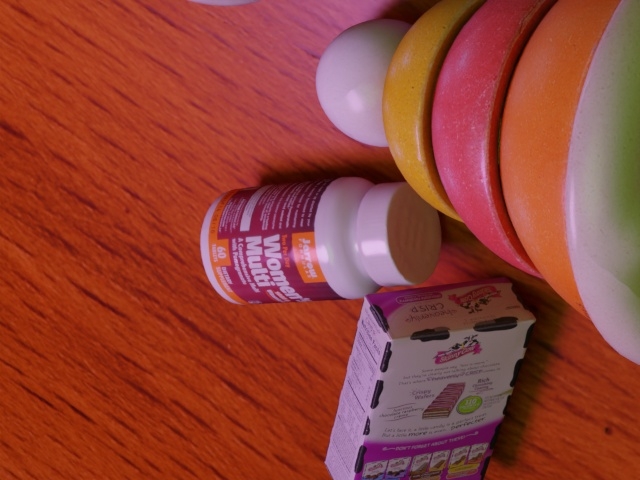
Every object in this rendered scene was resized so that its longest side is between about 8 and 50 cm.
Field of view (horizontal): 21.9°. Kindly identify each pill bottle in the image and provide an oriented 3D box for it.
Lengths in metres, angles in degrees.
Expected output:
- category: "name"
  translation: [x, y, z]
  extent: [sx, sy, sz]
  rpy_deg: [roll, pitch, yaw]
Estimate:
- category: "pill bottle"
  translation: [0.000, 0.000, 1.638]
  extent: [0.221, 0.121, 0.121]
  rpy_deg: [-5, 115, 36]

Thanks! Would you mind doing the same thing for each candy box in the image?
- category: "candy box"
  translation: [0.104, 0.152, 1.638]
  extent: [0.071, 0.159, 0.233]
  rpy_deg: [-120, 33, -44]

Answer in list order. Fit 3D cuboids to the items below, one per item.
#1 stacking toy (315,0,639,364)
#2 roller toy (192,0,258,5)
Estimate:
- category: "stacking toy"
  translation: [0.166, -0.114, 1.382]
  extent: [0.480, 0.351, 0.350]
  rpy_deg: [18, 128, 43]
- category: "roller toy"
  translation: [-0.095, -0.305, 1.460]
  extent: [0.209, 0.191, 0.146]
  rpy_deg: [64, 145, 36]
